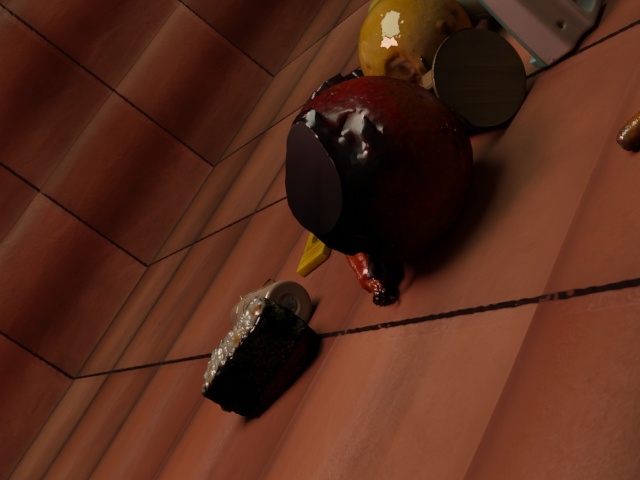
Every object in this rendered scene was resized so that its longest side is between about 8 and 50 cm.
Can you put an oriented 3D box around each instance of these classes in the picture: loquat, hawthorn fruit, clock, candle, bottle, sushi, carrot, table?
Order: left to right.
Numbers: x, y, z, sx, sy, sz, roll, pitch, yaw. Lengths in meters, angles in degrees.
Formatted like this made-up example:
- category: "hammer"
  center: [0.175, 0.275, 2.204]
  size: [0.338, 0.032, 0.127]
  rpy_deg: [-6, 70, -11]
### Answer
- category: "sushi"
  center: [-0.113, 0.203, 1.591]
  size: [0.225, 0.126, 0.136]
  rpy_deg: [-45, 18, 28]
- category: "bottle"
  center: [-0.103, 0.145, 1.745]
  size: [0.209, 0.097, 0.110]
  rpy_deg: [-25, 70, 60]
- category: "candle"
  center: [0.084, 0.031, 1.531]
  size: [0.084, 0.059, 0.301]
  rpy_deg: [-58, 15, 14]
- category: "hawthorn fruit"
  center: [0.085, -0.113, 1.404]
  size: [0.316, 0.316, 0.316]
  rpy_deg: [-47, 18, 20]
- category: "loquat"
  center: [0.191, -0.388, 1.803]
  size: [0.244, 0.244, 0.244]
  rpy_deg: [-47, 18, 20]
- category: "table"
  center: [0.228, -0.251, 1.580]
  size: [0.167, 0.167, 0.227]
  rpy_deg: [-57, 10, -15]
- category: "clock"
  center: [0.359, -0.453, 1.486]
  size: [0.116, 0.231, 0.262]
  rpy_deg: [-24, 32, 52]
- category: "carrot"
  center: [0.398, -0.147, 1.108]
  size: [0.093, 0.032, 0.032]
  rpy_deg: [-46, 18, 11]

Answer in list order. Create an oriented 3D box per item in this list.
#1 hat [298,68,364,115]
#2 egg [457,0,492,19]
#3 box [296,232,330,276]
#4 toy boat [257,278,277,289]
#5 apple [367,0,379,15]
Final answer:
- category: "hat"
  center: [0.073, -0.219, 1.957]
  size: [0.238, 0.209, 0.336]
  rpy_deg: [-35, -5, -11]
- category: "egg"
  center: [0.325, -0.559, 1.854]
  size: [0.186, 0.186, 0.253]
  rpy_deg: [-35, 40, 46]
- category: "box"
  center: [0.000, 0.000, 1.880]
  size: [0.087, 0.023, 0.155]
  rpy_deg: [-42, 19, 39]
- category: "toy boat"
  center: [-0.131, 0.143, 1.900]
  size: [0.149, 0.047, 0.049]
  rpy_deg: [-61, 5, -33]
- category: "apple"
  center: [0.214, -0.501, 2.029]
  size: [0.261, 0.194, 0.261]
  rpy_deg: [-45, 12, 12]
